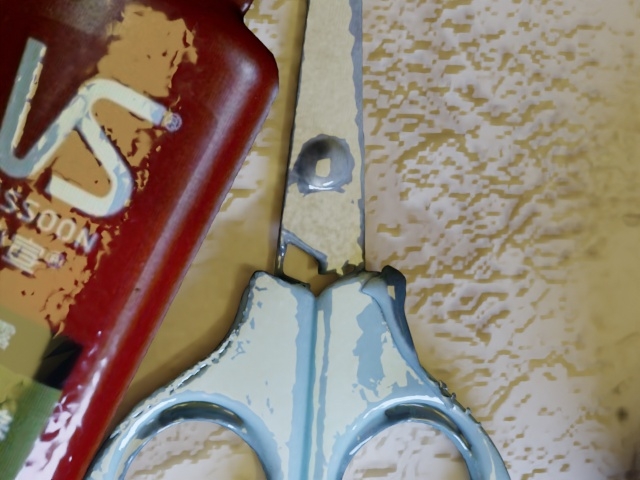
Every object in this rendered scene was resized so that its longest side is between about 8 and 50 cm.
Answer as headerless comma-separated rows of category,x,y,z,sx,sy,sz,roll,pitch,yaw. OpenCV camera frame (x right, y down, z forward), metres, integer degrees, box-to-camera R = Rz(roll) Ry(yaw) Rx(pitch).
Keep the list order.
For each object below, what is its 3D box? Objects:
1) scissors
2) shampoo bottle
scissors,0.000,0.000,0.531,0.191,0.029,0.360,4,93,-11
shampoo bottle,-0.102,-0.012,0.483,0.118,0.076,0.314,27,87,2
